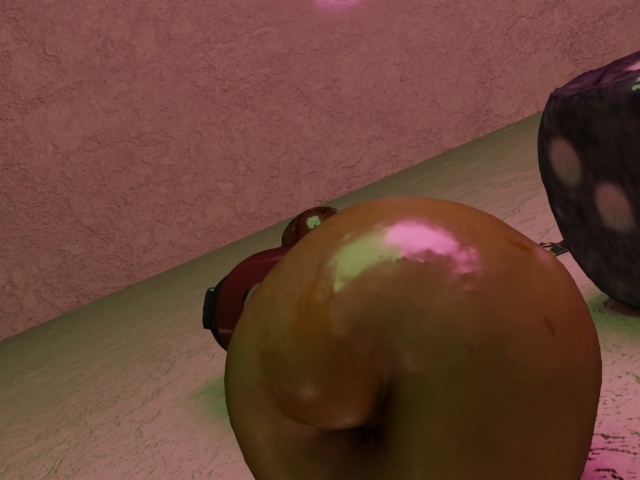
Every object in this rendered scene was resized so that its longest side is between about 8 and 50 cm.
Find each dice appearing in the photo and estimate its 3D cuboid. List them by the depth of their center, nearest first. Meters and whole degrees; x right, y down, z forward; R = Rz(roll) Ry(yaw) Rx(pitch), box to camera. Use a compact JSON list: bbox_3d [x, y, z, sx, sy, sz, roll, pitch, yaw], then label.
[{"bbox_3d":[0.287,-0.059,0.621,0.181,0.183,0.182,-23,8,-13],"label":"dice"}]

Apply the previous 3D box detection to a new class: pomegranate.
[{"bbox_3d":[-0.002,0.002,1.282,0.130,0.130,0.130,-23,7,3],"label":"pomegranate"}]

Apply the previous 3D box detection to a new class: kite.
[{"bbox_3d":[0.277,0.000,0.918,0.122,0.004,0.090,-29,10,-40],"label":"kite"}]

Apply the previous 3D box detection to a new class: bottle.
[{"bbox_3d":[-0.021,0.068,0.797,0.144,0.144,0.336,-26,8,-24],"label":"bottle"}]

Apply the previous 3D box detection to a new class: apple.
[{"bbox_3d":[0.052,0.070,0.423,0.200,0.200,0.200,-23,7,3],"label":"apple"}]
